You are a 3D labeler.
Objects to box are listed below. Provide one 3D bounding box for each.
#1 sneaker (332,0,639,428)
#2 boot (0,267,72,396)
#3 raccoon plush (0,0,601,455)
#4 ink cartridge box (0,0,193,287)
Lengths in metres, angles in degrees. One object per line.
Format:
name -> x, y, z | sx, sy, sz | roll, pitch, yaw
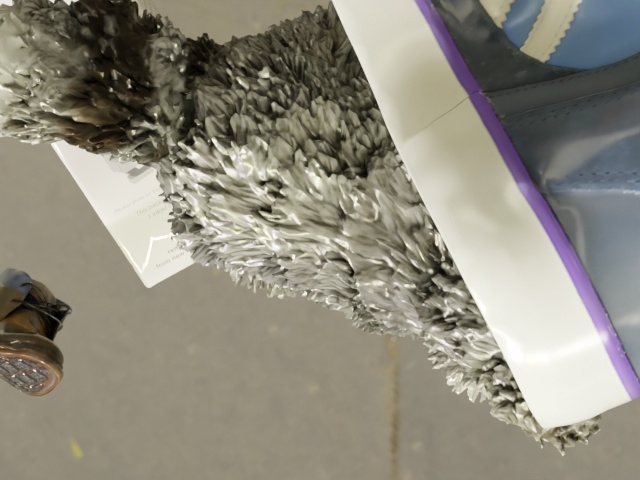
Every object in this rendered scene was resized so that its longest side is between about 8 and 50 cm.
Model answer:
sneaker -> 0.133, -0.093, 0.567 | 0.130, 0.236, 0.323 | 57, -170, -38
boot -> -0.257, 0.068, 1.378 | 0.082, 0.106, 0.219 | 40, 158, -26
raccoon plush -> 0.000, 0.000, 1.000 | 0.299, 0.446, 0.216 | 45, 131, 51
ink cartridge box -> -0.173, -0.134, 1.365 | 0.283, 0.117, 0.207 | 59, -175, -24
